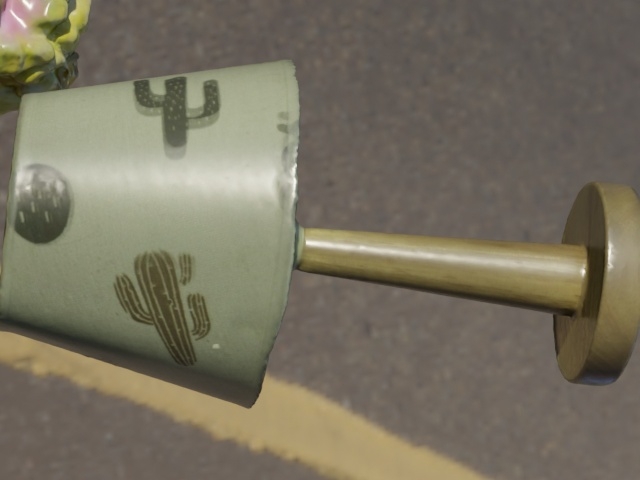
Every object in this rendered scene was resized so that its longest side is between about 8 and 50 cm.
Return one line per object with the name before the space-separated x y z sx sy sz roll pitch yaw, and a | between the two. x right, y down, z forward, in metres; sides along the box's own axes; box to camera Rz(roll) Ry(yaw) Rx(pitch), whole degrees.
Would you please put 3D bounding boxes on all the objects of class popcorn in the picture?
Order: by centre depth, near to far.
popcorn | -0.222 -0.149 1.229 0.126 0.145 0.126 99 4 -47

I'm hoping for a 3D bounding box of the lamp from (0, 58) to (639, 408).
lamp | 0.000 0.000 0.647 0.121 0.214 0.121 -174 -90 -84
